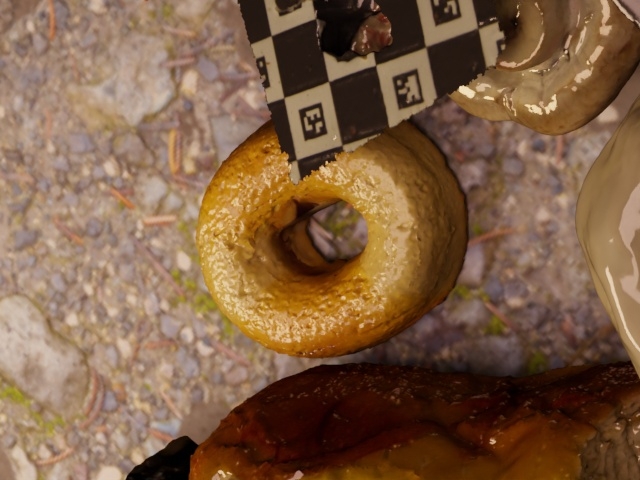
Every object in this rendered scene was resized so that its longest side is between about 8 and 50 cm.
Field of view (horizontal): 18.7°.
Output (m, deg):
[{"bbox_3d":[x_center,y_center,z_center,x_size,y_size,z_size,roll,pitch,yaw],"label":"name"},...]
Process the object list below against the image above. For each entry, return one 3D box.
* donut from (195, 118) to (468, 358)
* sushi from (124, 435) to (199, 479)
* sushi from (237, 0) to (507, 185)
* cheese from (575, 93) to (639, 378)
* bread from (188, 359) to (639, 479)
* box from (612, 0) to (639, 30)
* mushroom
[{"bbox_3d":[-0.001,-0.001,1.281,0.190,0.074,0.174,-10,98,28],"label":"donut"},{"bbox_3d":[-0.110,0.274,1.328,0.204,0.200,0.213,49,149,9],"label":"sushi"},{"bbox_3d":[0.026,-0.165,1.166,0.193,0.040,0.210,-28,76,42],"label":"sushi"},{"bbox_3d":[0.295,-0.001,0.985,0.318,0.115,0.326,-13,101,11],"label":"cheese"},{"bbox_3d":[0.103,0.134,1.183,0.380,0.185,0.109,-5,100,33],"label":"bread"},{"bbox_3d":[0.229,-0.261,1.062,0.289,0.073,0.290,-44,81,8],"label":"box"},{"bbox_3d":[0.128,-0.133,1.160,0.148,0.112,0.148,4,105,17],"label":"mushroom"}]
